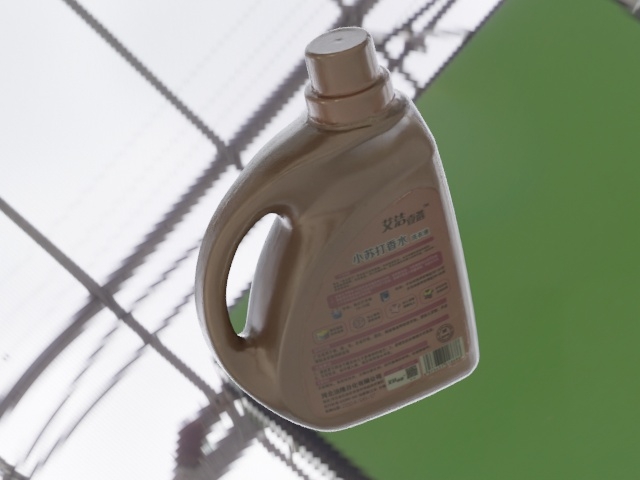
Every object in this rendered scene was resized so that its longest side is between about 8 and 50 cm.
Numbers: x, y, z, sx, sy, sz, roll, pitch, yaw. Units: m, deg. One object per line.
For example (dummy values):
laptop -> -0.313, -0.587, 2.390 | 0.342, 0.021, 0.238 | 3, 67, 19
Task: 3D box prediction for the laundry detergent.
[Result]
laundry detergent -> 0.000, 0.000, 1.188 | 0.171, 0.076, 0.237 | -22, -61, -14
